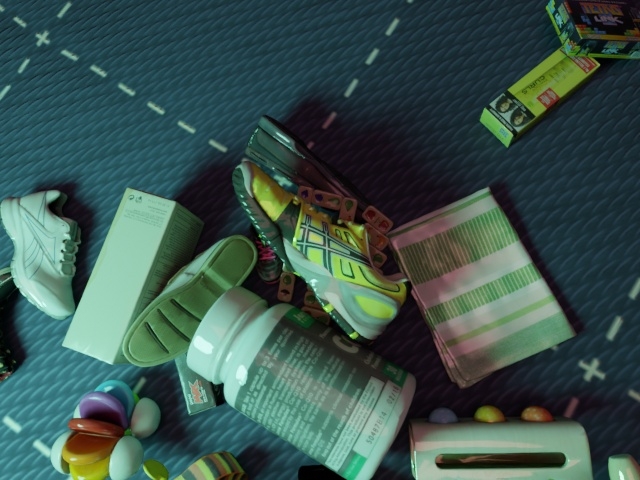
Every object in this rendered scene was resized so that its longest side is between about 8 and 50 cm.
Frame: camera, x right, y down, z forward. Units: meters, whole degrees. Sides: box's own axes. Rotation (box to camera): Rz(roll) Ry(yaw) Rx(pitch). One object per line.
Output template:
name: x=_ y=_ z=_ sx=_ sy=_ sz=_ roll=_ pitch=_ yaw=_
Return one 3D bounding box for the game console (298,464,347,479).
game console: x=-0.068 y=0.447 z=0.772 sx=0.361 sy=0.213 sz=0.044 roll=3 pitch=107 yaw=-10

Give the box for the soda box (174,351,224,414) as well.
soda box: x=-0.242 y=0.245 z=0.955 sx=0.060 sy=0.053 sz=0.169 roll=-20 pitch=76 yaw=2

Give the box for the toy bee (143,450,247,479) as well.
toy bee: x=-0.261 y=0.468 z=0.812 sx=0.195 sy=0.162 sz=0.298 roll=15 pitch=54 yaw=26

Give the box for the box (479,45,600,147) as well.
box: x=0.444 y=-0.298 z=0.999 sx=0.232 sy=0.058 sz=0.087 roll=-37 pitch=75 yaw=-4

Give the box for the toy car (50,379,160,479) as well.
toy car: x=-0.394 y=0.334 z=0.889 sx=0.159 sy=0.136 sz=0.182 roll=2 pitch=36 yaw=8

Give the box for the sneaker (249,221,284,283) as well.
sneaker: x=-0.111 y=0.001 z=0.984 sx=0.063 sy=0.075 sz=0.170 roll=-6 pitch=77 yaw=5

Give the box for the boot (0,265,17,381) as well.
boot: x=-0.664 y=0.182 z=1.003 sx=0.236 sy=0.085 sz=0.179 roll=-40 pitch=79 yaw=0

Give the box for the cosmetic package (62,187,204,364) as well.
cosmetic package: x=-0.350 y=0.073 z=0.953 sx=0.113 sy=0.160 sz=0.310 roll=17 pitch=79 yaw=11

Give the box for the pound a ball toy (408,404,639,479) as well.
pound a ball toy: x=0.311 y=0.341 z=0.793 sx=0.319 sy=0.208 sz=0.136 roll=-4 pitch=77 yaw=6

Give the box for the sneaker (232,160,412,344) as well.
sneaker: x=0.000 y=0.000 z=0.870 sx=0.147 sy=0.145 sz=0.385 roll=-42 pitch=95 yaw=1

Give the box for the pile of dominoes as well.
pile of dominoes: x=0.024 y=0.039 z=0.931 sx=0.196 sy=0.040 sz=0.251 roll=13 pitch=102 yaw=9

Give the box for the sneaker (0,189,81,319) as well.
sneaker: x=-0.562 y=0.019 z=1.017 sx=0.129 sy=0.111 sz=0.297 roll=-23 pitch=77 yaw=-5

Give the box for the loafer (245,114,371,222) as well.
loafer: x=-0.027 y=-0.129 z=1.000 sx=0.302 sy=0.109 sz=0.095 roll=42 pitch=106 yaw=10

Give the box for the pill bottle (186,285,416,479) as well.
pill bottle: x=-0.036 y=0.238 z=0.857 sx=0.361 sy=0.204 sz=0.204 roll=28 pitch=82 yaw=11

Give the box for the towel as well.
towel: x=0.296 y=0.083 z=0.941 sx=0.247 sy=0.038 sz=0.325 roll=-25 pitch=76 yaw=-1

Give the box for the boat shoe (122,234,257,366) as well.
boat shoe: x=-0.243 y=0.113 z=0.926 sx=0.302 sy=0.103 sz=0.113 roll=-45 pitch=107 yaw=-26

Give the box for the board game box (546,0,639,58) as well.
board game box: x=0.561 y=-0.435 z=0.987 sx=0.170 sy=0.048 sz=0.141 roll=-2 pitch=65 yaw=-12
